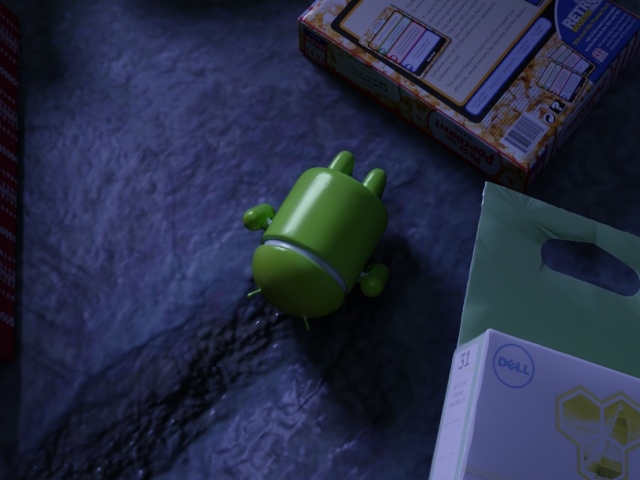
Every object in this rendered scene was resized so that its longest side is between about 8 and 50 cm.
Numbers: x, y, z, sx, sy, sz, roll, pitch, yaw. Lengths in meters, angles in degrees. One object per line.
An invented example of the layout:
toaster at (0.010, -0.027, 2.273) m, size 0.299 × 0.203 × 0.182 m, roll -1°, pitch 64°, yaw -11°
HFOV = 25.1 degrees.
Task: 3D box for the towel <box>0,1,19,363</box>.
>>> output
towel at (-0.252, -0.069, 0.900) m, size 0.031 × 0.199 × 0.275 m, roll -12°, pitch 64°, yaw 17°

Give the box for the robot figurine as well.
robot figurine at (0.000, 0.000, 0.929) m, size 0.101 × 0.067 × 0.115 m, roll 29°, pitch 70°, yaw 4°

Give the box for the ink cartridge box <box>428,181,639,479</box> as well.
ink cartridge box at (0.164, 0.086, 0.869) m, size 0.171 × 0.056 × 0.235 m, roll 19°, pitch 67°, yaw -14°

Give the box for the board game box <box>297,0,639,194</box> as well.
board game box at (0.104, -0.142, 1.003) m, size 0.193 × 0.045 × 0.147 m, roll 36°, pitch 72°, yaw 15°
